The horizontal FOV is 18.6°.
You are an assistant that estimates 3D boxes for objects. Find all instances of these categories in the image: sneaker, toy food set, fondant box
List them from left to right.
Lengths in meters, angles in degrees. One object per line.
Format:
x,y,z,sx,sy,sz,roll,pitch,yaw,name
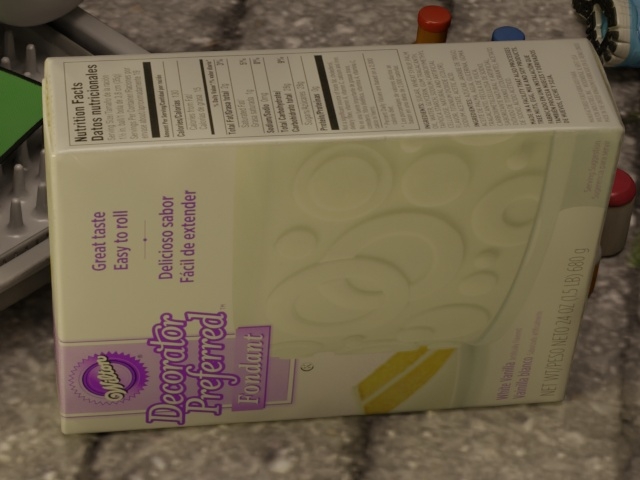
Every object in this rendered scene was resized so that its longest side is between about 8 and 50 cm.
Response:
0.000,0.000,1.197,0.330,0.238,0.096,-2,44,-8,fondant box
0.148,-0.072,1.390,0.111,0.104,0.232,-15,45,-21,toy food set
0.251,-0.189,1.579,0.073,0.063,0.162,15,44,-15,sneaker

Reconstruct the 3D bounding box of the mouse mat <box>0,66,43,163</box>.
-0.284,-0.074,1.323,0.153,0.007,0.189,22,44,18,mouse mat

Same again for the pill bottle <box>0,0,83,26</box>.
-0.272,-0.271,1.445,0.136,0.136,0.246,-31,53,-33,pill bottle

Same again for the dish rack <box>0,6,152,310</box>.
-0.259,-0.075,1.382,0.333,0.072,0.285,33,48,28,dish rack
